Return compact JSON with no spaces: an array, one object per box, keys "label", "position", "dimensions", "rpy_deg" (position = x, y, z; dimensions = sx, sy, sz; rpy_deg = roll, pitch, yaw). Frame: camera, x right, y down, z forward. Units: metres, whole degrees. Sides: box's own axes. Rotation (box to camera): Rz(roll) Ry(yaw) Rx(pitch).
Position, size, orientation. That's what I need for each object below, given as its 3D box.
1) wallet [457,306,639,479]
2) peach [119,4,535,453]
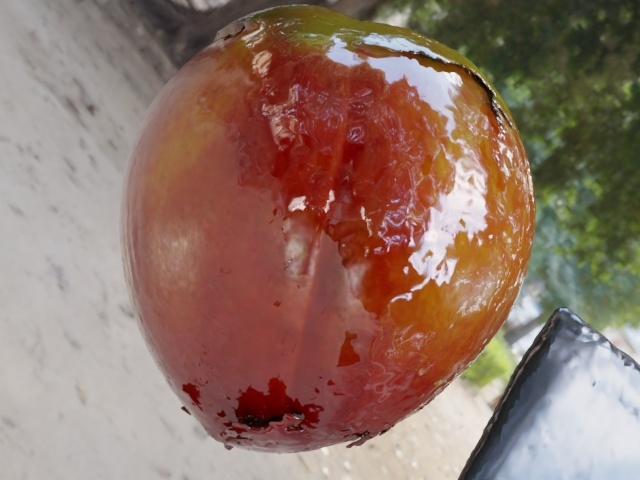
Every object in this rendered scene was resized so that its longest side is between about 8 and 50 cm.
[{"label":"wallet","position":[0.163,0.215,0.540],"dimensions":[0.323,0.247,0.041],"rpy_deg":[35,-10,-21]},{"label":"peach","position":[0.000,0.000,0.919],"dimensions":[0.370,0.370,0.370],"rpy_deg":[54,5,-7]}]
